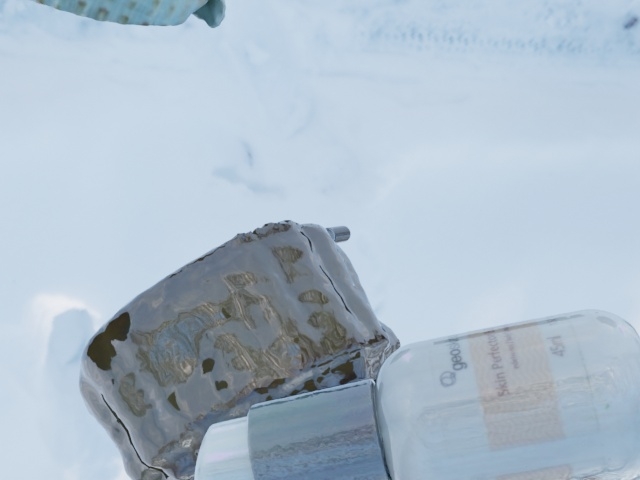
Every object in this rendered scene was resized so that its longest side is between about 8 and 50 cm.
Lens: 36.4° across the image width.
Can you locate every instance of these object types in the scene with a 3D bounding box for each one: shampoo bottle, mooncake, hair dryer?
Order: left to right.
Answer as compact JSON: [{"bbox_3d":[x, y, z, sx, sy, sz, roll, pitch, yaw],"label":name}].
[{"bbox_3d":[-0.077,0.142,1.013,0.324,0.187,0.324,-27,159,-11],"label":"mooncake"},{"bbox_3d":[0.000,0.000,1.442,0.083,0.026,0.047,-19,174,33],"label":"hair dryer"},{"bbox_3d":[0.040,0.079,0.410,0.192,0.074,0.074,-11,145,8],"label":"shampoo bottle"}]

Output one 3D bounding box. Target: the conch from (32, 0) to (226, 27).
[{"bbox_3d":[-0.225,-0.387,1.060,0.303,0.319,0.215,-26,145,-31],"label":"conch"}]
